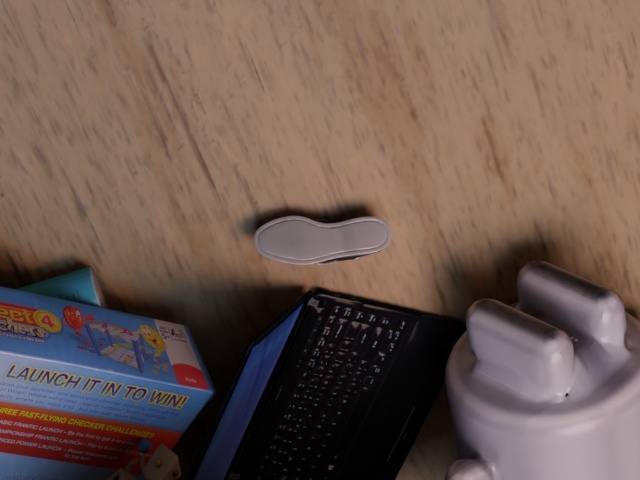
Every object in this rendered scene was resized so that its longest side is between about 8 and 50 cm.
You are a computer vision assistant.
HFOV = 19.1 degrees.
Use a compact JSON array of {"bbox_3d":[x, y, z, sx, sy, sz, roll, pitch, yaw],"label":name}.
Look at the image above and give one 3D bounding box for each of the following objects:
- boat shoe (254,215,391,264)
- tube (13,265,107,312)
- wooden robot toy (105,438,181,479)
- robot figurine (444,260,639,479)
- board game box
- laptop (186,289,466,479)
[{"bbox_3d":[0.000,0.000,1.724,0.125,0.038,0.046,-8,80,-12],"label":"boat shoe"},{"bbox_3d":[-0.293,0.078,1.687,0.207,0.052,0.080,-17,126,-1],"label":"tube"},{"bbox_3d":[-0.166,0.249,1.674,0.173,0.076,0.079,-40,130,16],"label":"wooden robot toy"},{"bbox_3d":[0.230,0.194,1.813,0.300,0.200,0.353,-31,128,-27],"label":"robot figurine"},{"bbox_3d":[-0.301,0.181,1.668,0.308,0.086,0.302,15,124,-36],"label":"board game box"},{"bbox_3d":[-0.002,0.180,1.777,0.264,0.136,0.234,14,117,-22],"label":"laptop"}]
